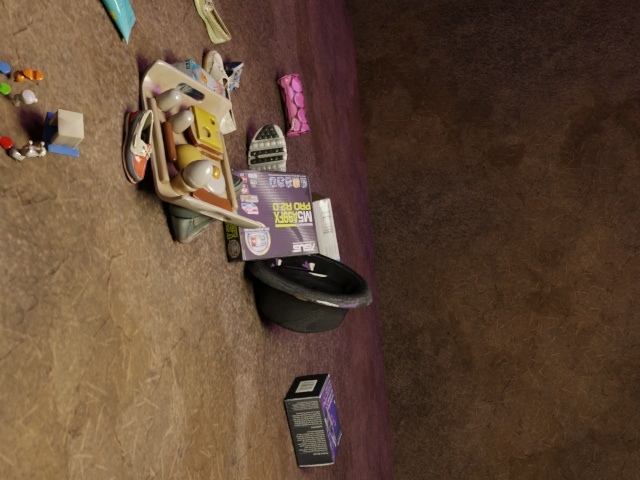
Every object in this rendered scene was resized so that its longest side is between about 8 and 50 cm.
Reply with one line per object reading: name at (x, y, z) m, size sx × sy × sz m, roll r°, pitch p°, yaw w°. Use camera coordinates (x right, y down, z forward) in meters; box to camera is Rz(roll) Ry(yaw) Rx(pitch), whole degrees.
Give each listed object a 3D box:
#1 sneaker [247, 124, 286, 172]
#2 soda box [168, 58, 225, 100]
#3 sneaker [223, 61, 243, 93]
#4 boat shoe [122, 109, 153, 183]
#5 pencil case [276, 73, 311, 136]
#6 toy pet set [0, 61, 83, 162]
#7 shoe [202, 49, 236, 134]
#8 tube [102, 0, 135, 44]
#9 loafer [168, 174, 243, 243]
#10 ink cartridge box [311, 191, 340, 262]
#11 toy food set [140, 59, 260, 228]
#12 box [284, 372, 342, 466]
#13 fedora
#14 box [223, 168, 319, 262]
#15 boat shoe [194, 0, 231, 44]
sneaker at (-0.138, -0.174, 1.791) m, size 0.118 × 0.109 × 0.292 m, roll -41°, pitch 130°, yaw -83°
soda box at (-0.269, -0.334, 1.409) m, size 0.183 × 0.062 × 0.058 m, roll 19°, pitch 63°, yaw -75°
sneaker at (-0.233, -0.423, 1.666) m, size 0.135 × 0.052 × 0.058 m, roll -69°, pitch 159°, yaw -50°
boat shoe at (-0.320, -0.169, 1.138) m, size 0.049 × 0.043 × 0.137 m, roll 50°, pitch 35°, yaw -69°
pencil case at (-0.093, -0.458, 2.167) m, size 0.098 × 0.095 × 0.210 m, roll -18°, pitch 97°, yaw -61°
toy pet set at (-0.387, -0.161, 0.874) m, size 0.114 × 0.065 × 0.122 m, roll 6°, pitch 69°, yaw -40°
shoe at (-0.240, -0.359, 1.551) m, size 0.076 × 0.058 × 0.219 m, roll 30°, pitch 52°, yaw -73°
tube at (-0.369, -0.450, 1.113) m, size 0.207 × 0.052 × 0.080 m, roll 72°, pitch 20°, yaw -52°
loafer at (-0.242, -0.073, 1.346) m, size 0.267 × 0.096 × 0.084 m, roll -49°, pitch 149°, yaw -64°
ink cartridge box at (0.000, 0.000, 2.076) m, size 0.307 × 0.072 × 0.304 m, roll -128°, pitch -154°, yaw -77°
toy food set at (-0.221, -0.179, 1.239) m, size 0.219 × 0.092 × 0.306 m, roll 20°, pitch 50°, yaw -54°
box at (-0.017, 0.506, 1.815) m, size 0.153 × 0.108 × 0.207 m, roll -53°, pitch 133°, yaw -72°
fedora at (-0.040, 0.142, 1.666) m, size 0.334 × 0.333 × 0.153 m, roll -58°, pitch 168°, yaw -70°
box at (-0.124, -0.062, 1.594) m, size 0.270 × 0.060 × 0.217 m, roll -3°, pitch 84°, yaw -48°
boat shoe at (-0.269, -0.560, 1.585) m, size 0.056 × 0.048 × 0.153 m, roll -84°, pitch 160°, yaw -48°
